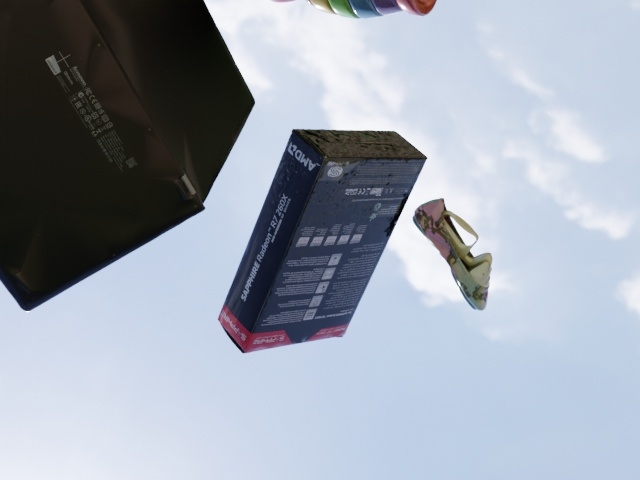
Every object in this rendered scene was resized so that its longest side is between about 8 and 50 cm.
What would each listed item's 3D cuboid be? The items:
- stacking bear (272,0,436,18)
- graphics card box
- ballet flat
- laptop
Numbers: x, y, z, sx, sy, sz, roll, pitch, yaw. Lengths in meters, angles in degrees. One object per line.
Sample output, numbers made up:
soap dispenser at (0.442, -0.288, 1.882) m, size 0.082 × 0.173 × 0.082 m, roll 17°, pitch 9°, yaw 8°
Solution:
stacking bear at (0.027, -0.423, 1.590) m, size 0.289 × 0.164 × 0.175 m, roll 6°, pitch 180°, yaw 25°
graphics card box at (0.000, 0.000, 1.663) m, size 0.232 × 0.371 × 0.094 m, roll -5°, pitch -141°, yaw -42°
ballet flat at (0.243, 0.022, 1.777) m, size 0.221 × 0.079 × 0.077 m, roll 55°, pitch -154°, yaw -12°
laptop at (-0.306, -0.199, 1.311) m, size 0.382 × 0.408 × 0.236 m, roll 62°, pitch 174°, yaw -30°
